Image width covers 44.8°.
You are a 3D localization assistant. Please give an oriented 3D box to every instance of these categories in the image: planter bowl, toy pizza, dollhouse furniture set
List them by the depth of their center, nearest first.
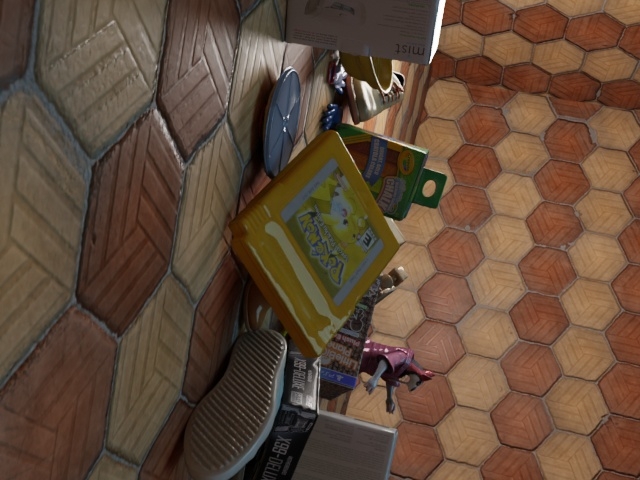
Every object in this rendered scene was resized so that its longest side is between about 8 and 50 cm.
[{"bbox_3d":[-0.076,-0.208,1.376,0.201,0.032,0.201,11,90,-80],"label":"toy pizza"},{"bbox_3d":[0.096,-0.442,1.794,0.217,0.090,0.217,-5,90,-71],"label":"planter bowl"},{"bbox_3d":[0.065,0.051,2.224,0.174,0.303,0.355,-22,165,-34],"label":"dollhouse furniture set"}]

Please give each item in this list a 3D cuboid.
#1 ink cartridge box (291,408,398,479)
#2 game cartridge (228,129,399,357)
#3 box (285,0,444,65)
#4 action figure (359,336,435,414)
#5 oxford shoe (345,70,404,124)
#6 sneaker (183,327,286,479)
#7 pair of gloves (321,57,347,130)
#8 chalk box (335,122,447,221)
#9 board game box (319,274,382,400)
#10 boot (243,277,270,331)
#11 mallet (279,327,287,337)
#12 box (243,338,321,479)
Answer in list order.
[{"bbox_3d":[0.011,0.645,2.021,0.091,0.308,0.384,39,64,-77],"label":"ink cartridge box"},{"bbox_3d":[0.000,0.000,1.394,0.285,0.053,0.323,59,45,-21],"label":"game cartridge"},{"bbox_3d":[0.084,-0.443,1.332,0.126,0.262,0.231,-62,160,-56],"label":"box"},{"bbox_3d":[0.163,0.352,2.325,0.248,0.370,0.275,83,18,-65],"label":"action figure"},{"bbox_3d":[0.145,-0.388,2.002,0.348,0.130,0.123,-66,148,-61],"label":"oxford shoe"},{"bbox_3d":[-0.134,0.318,1.378,0.366,0.135,0.150,-60,156,-57],"label":"sneaker"},{"bbox_3d":[0.033,-0.337,1.833,0.159,0.023,0.198,-37,137,-71],"label":"pair of gloves"},{"bbox_3d":[0.162,-0.161,1.910,0.179,0.289,0.180,-37,145,-76],"label":"chalk box"},{"bbox_3d":[0.025,0.225,1.916,0.232,0.141,0.291,125,-17,-67],"label":"board game box"},{"bbox_3d":[-0.058,0.090,1.466,0.073,0.152,0.197,37,65,-79],"label":"boot"},{"bbox_3d":[-0.094,0.210,1.760,0.189,0.062,0.039,-45,144,-44],"label":"mallet"},{"bbox_3d":[-0.084,0.396,1.595,0.242,0.077,0.307,-86,-164,-68],"label":"box"}]
